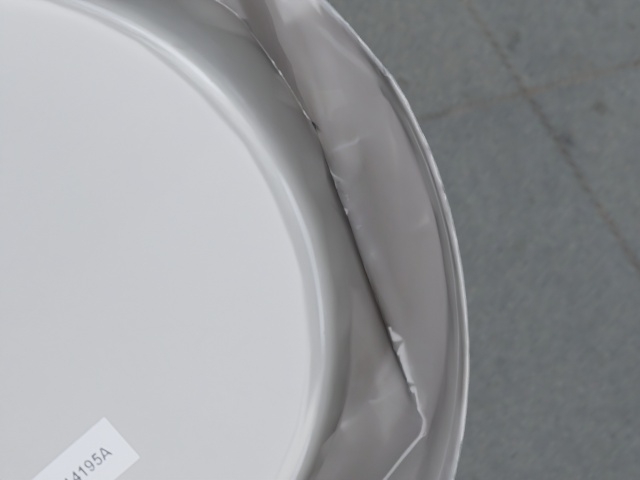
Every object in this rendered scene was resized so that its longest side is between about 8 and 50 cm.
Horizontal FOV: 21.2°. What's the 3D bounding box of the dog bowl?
[{"bbox_3d":[-0.112,0.024,0.643,0.349,0.349,0.102,34,15,2],"label":"dog bowl"}]
